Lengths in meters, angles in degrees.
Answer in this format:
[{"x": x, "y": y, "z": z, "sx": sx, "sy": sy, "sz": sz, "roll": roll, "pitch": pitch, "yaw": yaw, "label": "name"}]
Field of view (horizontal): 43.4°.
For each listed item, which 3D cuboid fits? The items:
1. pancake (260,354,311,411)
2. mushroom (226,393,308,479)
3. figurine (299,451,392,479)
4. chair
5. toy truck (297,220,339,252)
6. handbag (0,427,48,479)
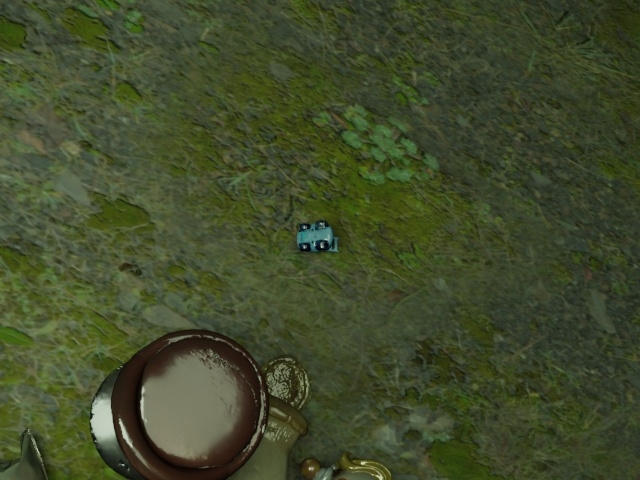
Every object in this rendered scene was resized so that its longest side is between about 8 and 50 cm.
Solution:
[{"x": -0.065, "y": 0.265, "z": 1.465, "sx": 0.115, "sy": 0.011, "sz": 0.114, "roll": 5, "pitch": 77, "yaw": -20, "label": "pancake"}, {"x": -0.136, "y": 0.450, "z": 1.314, "sx": 0.138, "sy": 0.154, "sz": 0.407, "roll": 34, "pitch": 67, "yaw": -28, "label": "mushroom"}, {"x": 0.014, "y": 0.491, "z": 1.380, "sx": 0.194, "sy": 0.133, "sz": 0.274, "roll": 31, "pitch": 72, "yaw": 14, "label": "figurine"}, {"x": -0.214, "y": 0.257, "z": 1.199, "sx": 0.227, "sy": 0.401, "sz": 0.226, "roll": 5, "pitch": 75, "yaw": -18, "label": "chair"}, {"x": 0.000, "y": 0.000, "z": 1.532, "sx": 0.073, "sy": 0.090, "sz": 0.056, "roll": -6, "pitch": 75, "yaw": 23, "label": "toy truck"}, {"x": -0.526, "y": 0.403, "z": 1.203, "sx": 0.271, "sy": 0.117, "sz": 0.182, "roll": -15, "pitch": 74, "yaw": -22, "label": "handbag"}]
